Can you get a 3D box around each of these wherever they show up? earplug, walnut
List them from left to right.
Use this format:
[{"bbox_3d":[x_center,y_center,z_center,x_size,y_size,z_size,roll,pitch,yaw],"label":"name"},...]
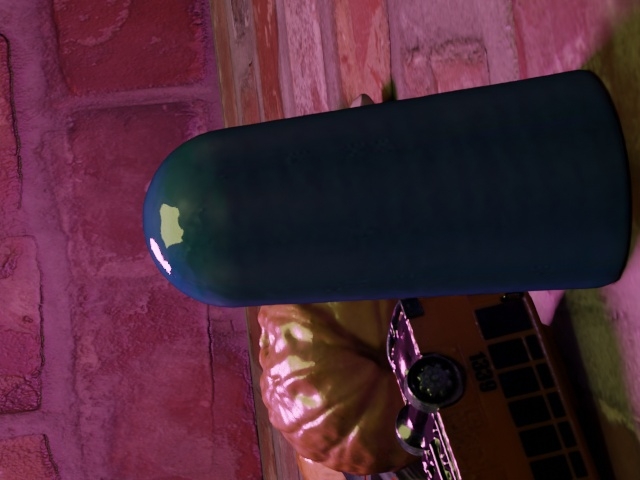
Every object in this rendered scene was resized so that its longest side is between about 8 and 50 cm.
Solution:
[{"bbox_3d":[0.039,0.099,1.354,0.213,0.213,0.213,173,90,-82],"label":"walnut"},{"bbox_3d":[0.031,-0.023,0.954,0.132,0.273,0.132,174,90,-81],"label":"earplug"}]

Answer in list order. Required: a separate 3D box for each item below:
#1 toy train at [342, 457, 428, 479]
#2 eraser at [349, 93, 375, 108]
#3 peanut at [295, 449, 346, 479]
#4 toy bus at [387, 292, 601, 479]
[{"bbox_3d":[0.081,0.214,1.485,0.409,0.086,0.089,-147,53,-80],"label":"toy train"},{"bbox_3d":[0.024,0.034,1.590,0.089,0.061,0.352,172,110,-82],"label":"eraser"},{"bbox_3d":[0.033,0.186,1.752,0.120,0.110,0.236,-61,-16,-50],"label":"peanut"},{"bbox_3d":[0.117,0.132,1.055,0.098,0.114,0.201,96,160,-60],"label":"toy bus"}]
